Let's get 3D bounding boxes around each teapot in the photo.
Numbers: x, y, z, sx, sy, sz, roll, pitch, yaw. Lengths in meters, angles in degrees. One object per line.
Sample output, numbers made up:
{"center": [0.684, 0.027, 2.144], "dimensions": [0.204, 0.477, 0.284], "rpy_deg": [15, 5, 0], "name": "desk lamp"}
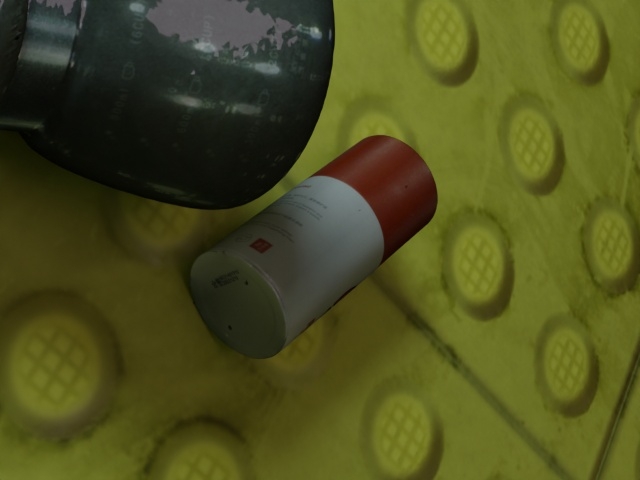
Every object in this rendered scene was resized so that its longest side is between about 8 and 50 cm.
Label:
{"center": [-0.141, -0.166, 0.869], "dimensions": [0.285, 0.305, 0.223], "rpy_deg": [3, 45, -36], "name": "teapot"}

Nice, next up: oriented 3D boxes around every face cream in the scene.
{"center": [0.000, 0.000, 1.089], "dimensions": [0.214, 0.096, 0.095], "rpy_deg": [-38, 109, -41], "name": "face cream"}
